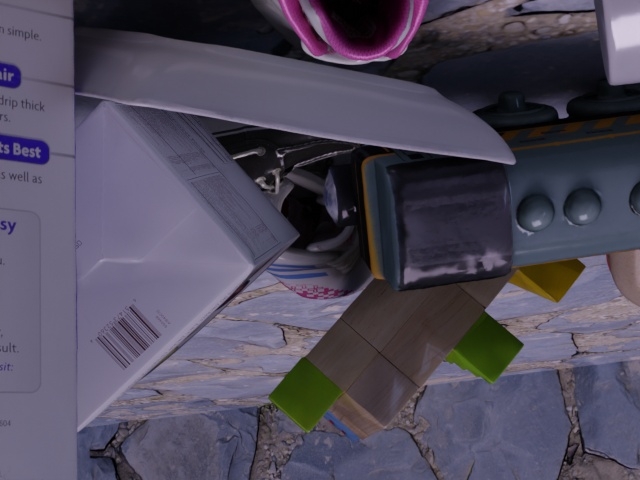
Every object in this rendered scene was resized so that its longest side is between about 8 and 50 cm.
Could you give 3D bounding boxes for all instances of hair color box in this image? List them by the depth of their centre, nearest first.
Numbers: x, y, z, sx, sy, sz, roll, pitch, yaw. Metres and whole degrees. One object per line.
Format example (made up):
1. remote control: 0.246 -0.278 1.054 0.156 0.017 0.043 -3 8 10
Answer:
1. hair color box: -0.236 -0.025 0.601 0.185 0.339 0.110 6 164 -32

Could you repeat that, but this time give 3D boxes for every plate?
1. plate: -0.051 -0.105 0.758 0.277 0.045 0.278 5 -171 -31

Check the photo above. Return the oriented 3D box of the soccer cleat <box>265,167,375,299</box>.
1. soccer cleat: 0.000 0.000 1.149 0.143 0.116 0.331 9 173 36

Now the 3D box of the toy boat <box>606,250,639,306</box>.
1. toy boat: 0.358 -0.040 1.088 0.151 0.151 0.231 2 127 19

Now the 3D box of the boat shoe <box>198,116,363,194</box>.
1. boat shoe: -0.057 -0.073 0.985 0.219 0.070 0.078 -6 165 10

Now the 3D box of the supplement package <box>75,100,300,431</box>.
1. supplement package: -0.144 0.015 0.818 0.194 0.149 0.203 -42 180 10

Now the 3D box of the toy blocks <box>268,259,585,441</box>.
1. toy blocks: 0.099 0.063 1.136 0.190 0.381 0.261 41 165 4

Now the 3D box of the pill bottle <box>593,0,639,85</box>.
1. pill bottle: 0.275 -0.161 0.576 0.264 0.153 0.153 -6 165 14

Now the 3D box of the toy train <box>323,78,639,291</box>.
1. toy train: 0.173 -0.043 0.895 0.333 0.142 0.190 -7 -162 -7

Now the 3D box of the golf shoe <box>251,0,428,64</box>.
1. golf shoe: 0.005 -0.144 0.606 0.115 0.140 0.306 -5 166 1
